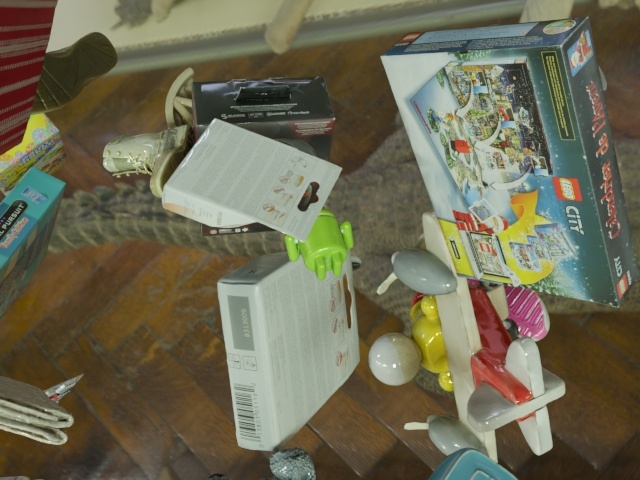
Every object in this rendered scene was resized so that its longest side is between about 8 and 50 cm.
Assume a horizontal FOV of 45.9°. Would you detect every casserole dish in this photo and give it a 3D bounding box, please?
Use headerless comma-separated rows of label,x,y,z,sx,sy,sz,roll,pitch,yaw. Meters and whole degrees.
casserole dish,0.172,0.310,0.869,0.114,0.037,0.188,34,41,16

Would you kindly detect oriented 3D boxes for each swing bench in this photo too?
swing bench,-0.237,-0.222,1.743,0.255,0.253,0.165,31,76,8

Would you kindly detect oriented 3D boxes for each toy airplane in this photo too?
toy airplane,0.214,0.188,1.207,0.272,0.384,0.386,-12,67,3

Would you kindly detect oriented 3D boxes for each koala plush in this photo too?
koala plush,-0.136,0.455,1.235,0.196,0.221,0.203,-51,35,39

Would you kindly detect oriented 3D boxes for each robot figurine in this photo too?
robot figurine,0.000,0.000,1.116,0.101,0.067,0.115,-14,57,-7

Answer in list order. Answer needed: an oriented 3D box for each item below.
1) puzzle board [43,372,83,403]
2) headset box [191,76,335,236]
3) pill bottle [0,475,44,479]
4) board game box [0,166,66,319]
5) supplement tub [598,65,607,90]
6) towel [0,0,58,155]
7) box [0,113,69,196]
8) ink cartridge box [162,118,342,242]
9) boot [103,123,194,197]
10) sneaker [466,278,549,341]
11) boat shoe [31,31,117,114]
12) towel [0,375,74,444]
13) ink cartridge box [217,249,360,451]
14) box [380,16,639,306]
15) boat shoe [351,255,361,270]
puzzle board,-0.507,0.297,1.413,0.096,0.128,0.011,-43,83,16
headset box,-0.100,-0.146,1.258,0.218,0.293,0.110,-4,51,-11
pill bottle,-0.714,0.584,1.726,0.160,0.087,0.087,-3,63,-1
board game box,-0.622,0.055,1.450,0.079,0.254,0.336,27,43,-8
supplement tub,0.391,-0.244,1.318,0.198,0.106,0.106,-29,54,39
towel,-0.204,-0.180,0.499,0.031,0.199,0.275,17,105,-9
box,-0.742,-0.270,1.711,0.177,0.279,0.290,-42,92,-16
ink cartridge box,-0.081,-0.067,0.928,0.179,0.045,0.145,23,48,3
boot,-0.335,-0.144,1.438,0.165,0.077,0.213,-5,38,9
sneaker,0.422,0.135,1.625,0.103,0.111,0.252,-47,32,12
boat shoe,-0.262,-0.159,0.738,0.048,0.056,0.153,-16,26,36
towel,-0.442,0.208,0.999,0.282,0.187,0.049,-4,65,62
ink cartridge box,-0.043,0.162,1.417,0.091,0.385,0.308,1,106,25
box,0.156,-0.059,0.616,0.159,0.233,0.044,10,44,44
boat shoe,0.025,0.069,1.621,0.142,0.049,0.040,-11,62,-20
